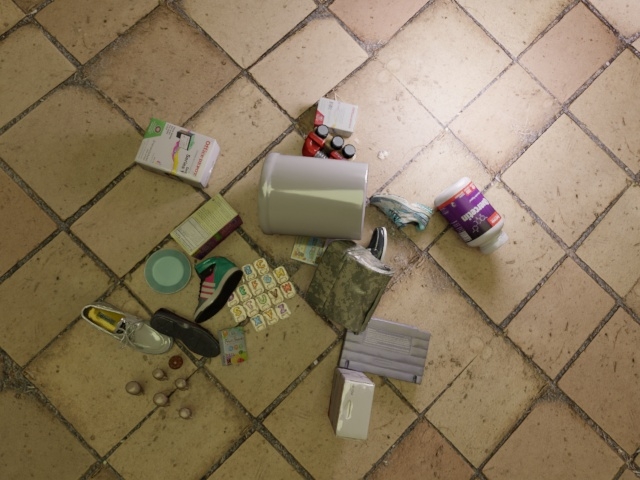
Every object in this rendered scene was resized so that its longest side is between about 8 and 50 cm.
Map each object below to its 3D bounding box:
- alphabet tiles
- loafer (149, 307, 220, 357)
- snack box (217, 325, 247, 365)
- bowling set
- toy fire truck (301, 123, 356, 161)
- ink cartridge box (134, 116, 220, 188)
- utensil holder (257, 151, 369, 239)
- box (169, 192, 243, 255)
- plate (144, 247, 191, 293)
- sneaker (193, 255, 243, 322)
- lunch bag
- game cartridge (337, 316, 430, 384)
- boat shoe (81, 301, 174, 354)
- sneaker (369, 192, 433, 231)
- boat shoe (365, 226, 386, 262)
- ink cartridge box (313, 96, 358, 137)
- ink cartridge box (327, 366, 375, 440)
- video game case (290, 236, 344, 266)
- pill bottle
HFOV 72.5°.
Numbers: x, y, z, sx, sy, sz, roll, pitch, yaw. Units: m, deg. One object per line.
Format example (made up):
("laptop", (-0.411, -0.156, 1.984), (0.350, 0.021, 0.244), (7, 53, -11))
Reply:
("alphabet tiles", (-0.253, 0.225, 1.823), (0.285, 0.021, 0.277), (-25, 86, -7))
("loafer", (-0.525, 0.358, 1.742), (0.303, 0.095, 0.109), (33, 106, -16))
("snack box", (-0.353, 0.423, 1.755), (0.100, 0.037, 0.141), (-3, 80, -45))
("bowling set", (-0.585, 0.562, 1.706), (0.287, 0.154, 0.199), (29, 63, 0))
("toy fire truck", (-0.003, -0.329, 1.867), (0.217, 0.158, 0.246), (37, 71, -1))
("ink cartridge box", (-0.588, -0.359, 1.814), (0.279, 0.117, 0.201), (19, 82, -3))
("utensil holder", (-0.017, -0.165, 1.705), (0.387, 0.327, 0.326), (6, 82, 7))
("box", (-0.444, -0.049, 1.740), (0.243, 0.213, 0.117), (-42, 88, -9))
("plate", (-0.627, 0.126, 1.797), (0.189, 0.024, 0.187), (1, 84, -5))
("sneaker", (-0.455, 0.176, 1.761), (0.178, 0.124, 0.295), (44, 105, 25))
("lunch bag", (0.120, 0.181, 1.698), (0.256, 0.213, 0.304), (34, 107, 30))
("game cartridge", (0.268, 0.450, 1.827), (0.356, 0.068, 0.229), (14, 78, -3))
("boat shoe", (-0.754, 0.339, 1.691), (0.368, 0.156, 0.135), (29, 81, -1))
("sneaker", (0.341, -0.119, 1.880), (0.284, 0.110, 0.122), (17, 85, -3))
("boat shoe", (0.209, 0.084, 1.838), (0.091, 0.114, 0.302), (11, 82, -9))
("ink cartridge box", (0.066, -0.540, 1.922), (0.175, 0.072, 0.127), (12, 82, -4))
("ink cartridge box", (0.111, 0.618, 1.676), (0.117, 0.283, 0.207), (11, 82, -4))
("video game case", (0.000, 0.000, 1.873), (0.207, 0.026, 0.226), (17, 83, -3))
("pill bottle", (0.650, -0.102, 1.869), (0.182, 0.181, 0.322), (-39, 88, -9))
